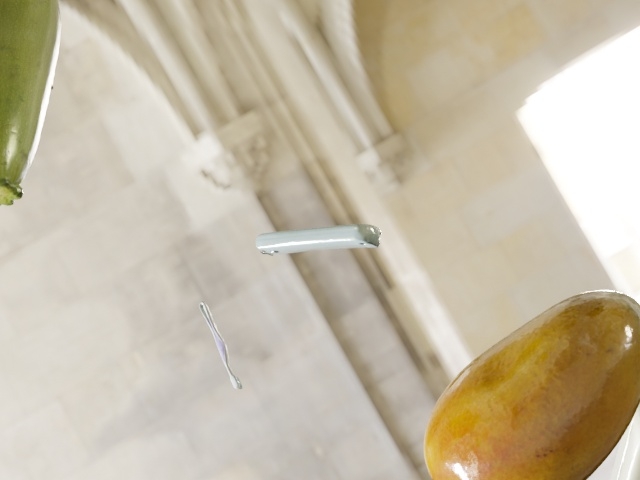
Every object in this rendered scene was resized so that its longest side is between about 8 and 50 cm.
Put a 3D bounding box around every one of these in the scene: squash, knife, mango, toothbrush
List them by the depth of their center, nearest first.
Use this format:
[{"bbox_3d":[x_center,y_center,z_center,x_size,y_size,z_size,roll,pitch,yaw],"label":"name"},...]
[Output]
[{"bbox_3d":[-0.192,-0.097,1.003,0.066,0.201,0.066,-4,-43,-3],"label":"squash"},{"bbox_3d":[0.180,0.135,1.342,0.221,0.120,0.151,-42,26,18],"label":"mango"},{"bbox_3d":[0.000,0.000,1.787,0.162,0.023,0.044,-5,-15,42],"label":"knife"},{"bbox_3d":[-0.122,0.126,1.999,0.011,0.131,0.013,-37,-32,17],"label":"toothbrush"}]

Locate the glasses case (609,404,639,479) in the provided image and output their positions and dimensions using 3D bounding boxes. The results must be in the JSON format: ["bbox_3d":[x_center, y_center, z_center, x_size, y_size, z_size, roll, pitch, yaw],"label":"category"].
[{"bbox_3d":[0.324,0.301,1.554,0.131,0.313,0.070,11,24,1],"label":"glasses case"}]
